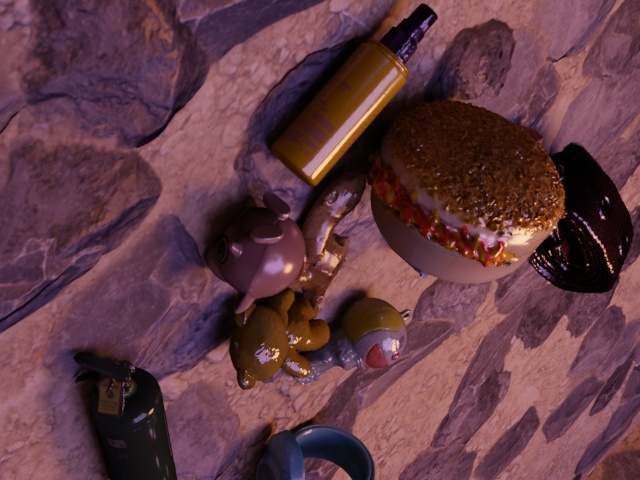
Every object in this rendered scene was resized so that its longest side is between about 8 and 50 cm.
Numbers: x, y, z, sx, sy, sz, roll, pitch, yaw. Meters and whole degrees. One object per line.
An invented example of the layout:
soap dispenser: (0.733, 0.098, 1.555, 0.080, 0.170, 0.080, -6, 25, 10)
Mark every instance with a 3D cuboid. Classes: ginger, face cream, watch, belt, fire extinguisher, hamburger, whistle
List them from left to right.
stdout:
fire extinguisher: (-0.259, 0.255, 1.420, 0.311, 0.115, 0.095, 92, 8, -46)
watch: (-0.003, 0.420, 1.817, 0.193, 0.211, 0.210, -7, 130, -26)
ginger: (0.009, -0.004, 1.523, 0.133, 0.059, 0.214, 24, 102, -49)
whistle: (0.056, 0.176, 1.722, 0.223, 0.123, 0.123, -30, 146, -6)
face cream: (0.051, -0.194, 1.355, 0.273, 0.078, 0.078, -49, 149, -3)
hamburger: (0.207, -0.078, 1.487, 0.294, 0.276, 0.179, -46, 165, -44)
belt: (0.458, -0.040, 1.902, 0.164, 0.184, 0.289, -59, 139, -24)

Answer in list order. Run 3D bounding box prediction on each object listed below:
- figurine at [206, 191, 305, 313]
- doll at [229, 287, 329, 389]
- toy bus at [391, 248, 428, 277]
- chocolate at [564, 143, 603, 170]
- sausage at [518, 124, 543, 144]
figurine: (-0.082, 0.015, 1.375, 0.125, 0.125, 0.138, -21, 150, -39)
doll: (-0.066, 0.140, 1.552, 0.209, 0.097, 0.137, -10, 92, -56)
toy bus: (0.155, 0.021, 1.705, 0.038, 0.083, 0.046, 13, 115, -54)
chocolate: (0.490, -0.105, 2.003, 0.125, 0.080, 0.148, -47, 150, -6)
sausage: (0.325, -0.112, 1.805, 0.065, 0.065, 0.169, -19, 137, -41)
